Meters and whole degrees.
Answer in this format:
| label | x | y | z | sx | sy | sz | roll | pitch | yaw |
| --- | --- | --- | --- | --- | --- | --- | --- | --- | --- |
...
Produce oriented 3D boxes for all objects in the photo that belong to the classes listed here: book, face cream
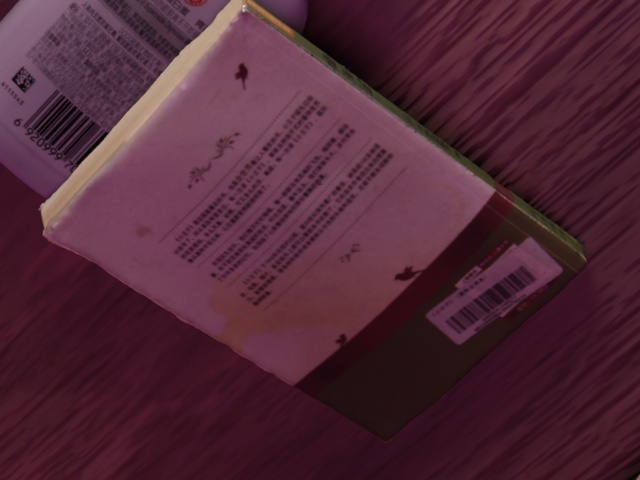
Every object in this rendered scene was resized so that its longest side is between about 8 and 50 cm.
| label | x | y | z | sx | sy | sz | roll | pitch | yaw |
| --- | --- | --- | --- | --- | --- | --- | --- | --- | --- |
| book | 0.000 | 0.000 | 0.881 | 0.289 | 0.026 | 0.201 | 35 | 116 | -24 |
| face cream | -0.086 | -0.140 | 0.840 | 0.144 | 0.071 | 0.291 | 39 | 114 | -16 |

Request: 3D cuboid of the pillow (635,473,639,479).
| label | x | y | z | sx | sy | sz | roll | pitch | yaw |
| --- | --- | --- | --- | --- | --- | --- | --- | --- | --- |
| pillow | 0.223 | 0.248 | 0.973 | 0.134 | 0.078 | 0.181 | 34 | 111 | -11 |
